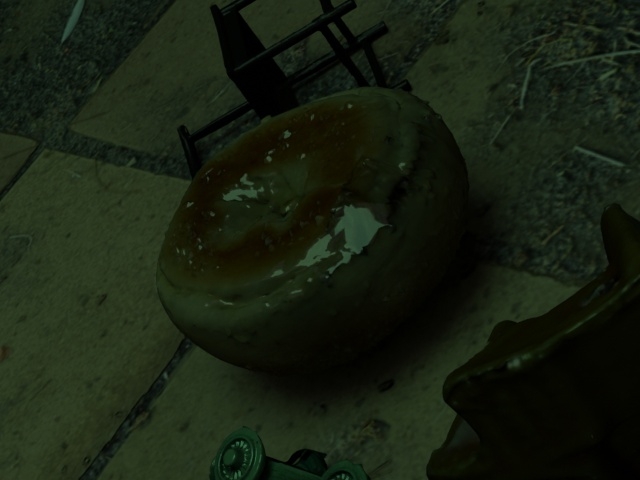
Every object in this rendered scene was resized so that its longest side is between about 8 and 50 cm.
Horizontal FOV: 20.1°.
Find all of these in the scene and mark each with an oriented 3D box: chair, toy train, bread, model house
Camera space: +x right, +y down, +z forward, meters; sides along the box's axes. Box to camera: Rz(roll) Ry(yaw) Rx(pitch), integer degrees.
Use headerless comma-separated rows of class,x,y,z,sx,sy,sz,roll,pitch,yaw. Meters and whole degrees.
chair,-0.057,-0.167,1.877,0.260,0.141,0.154,-30,35,10
toy train,-0.018,0.240,1.429,0.248,0.101,0.159,12,76,50
bread,0.000,0.000,1.611,0.305,0.159,0.305,-27,33,19
model house,0.172,0.101,1.290,0.239,0.268,0.173,-36,55,10
